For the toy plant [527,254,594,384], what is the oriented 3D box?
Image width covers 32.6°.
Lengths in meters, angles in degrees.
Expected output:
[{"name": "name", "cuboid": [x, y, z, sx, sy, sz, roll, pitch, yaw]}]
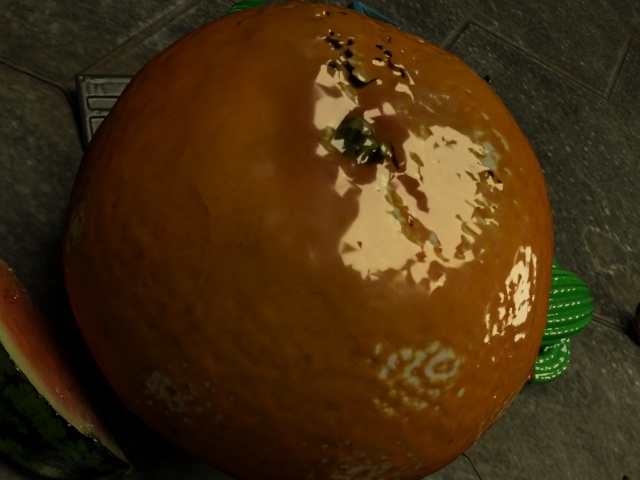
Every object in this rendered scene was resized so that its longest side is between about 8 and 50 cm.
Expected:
[{"name": "toy plant", "cuboid": [0.248, 0.096, 1.310, 0.240, 0.088, 0.154, -40, 101, -46]}]

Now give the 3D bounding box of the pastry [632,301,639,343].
[{"name": "pastry", "cuboid": [0.486, 0.110, 1.515, 0.109, 0.097, 0.057, 7, 34, 4]}]

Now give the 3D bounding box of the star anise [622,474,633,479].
[{"name": "star anise", "cuboid": [0.340, 0.373, 1.136, 0.214, 0.099, 0.220, 35, 40, 9]}]

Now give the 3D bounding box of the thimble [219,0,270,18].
[{"name": "thimble", "cuboid": [-0.071, -0.205, 1.259, 0.130, 0.118, 0.090, 28, 41, 5]}]

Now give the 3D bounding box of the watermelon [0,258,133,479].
[{"name": "watermelon", "cuboid": [-0.241, 0.094, 0.869, 0.245, 0.063, 0.119, 51, 18, 16]}]

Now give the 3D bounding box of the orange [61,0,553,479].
[{"name": "orange", "cuboid": [0.000, 0.000, 0.918, 0.424, 0.326, 0.423, 10, 59, -16]}]

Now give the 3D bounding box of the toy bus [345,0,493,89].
[{"name": "toy bus", "cuboid": [0.116, -0.203, 1.440, 0.246, 0.113, 0.134, 24, 36, -24]}]

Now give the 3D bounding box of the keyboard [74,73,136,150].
[{"name": "keyboard", "cuboid": [-0.066, -0.139, 1.169, 0.381, 0.041, 0.103, -5, 70, -18]}]
